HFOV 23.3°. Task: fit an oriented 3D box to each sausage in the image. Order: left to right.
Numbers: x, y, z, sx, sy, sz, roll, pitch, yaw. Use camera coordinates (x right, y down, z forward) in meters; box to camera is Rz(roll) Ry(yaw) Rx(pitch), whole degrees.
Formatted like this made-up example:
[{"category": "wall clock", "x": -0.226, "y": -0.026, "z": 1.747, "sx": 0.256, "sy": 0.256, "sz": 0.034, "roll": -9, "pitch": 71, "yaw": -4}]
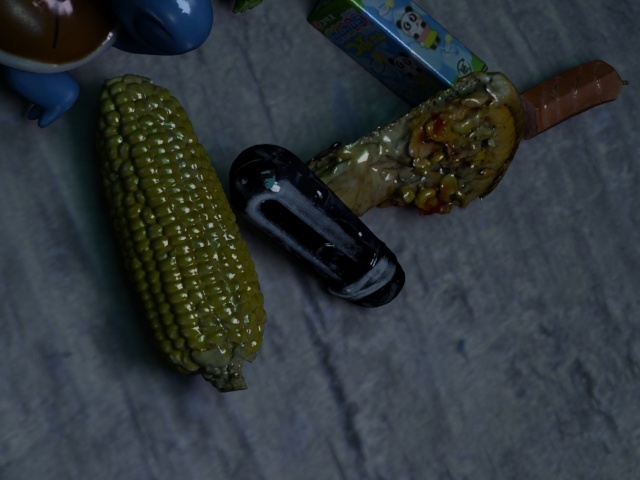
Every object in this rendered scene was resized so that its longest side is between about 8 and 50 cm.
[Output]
[{"category": "sausage", "x": 0.310, "y": -0.182, "z": 1.927, "sx": 0.169, "sy": 0.065, "sz": 0.065, "roll": -26, "pitch": 92, "yaw": -31}]

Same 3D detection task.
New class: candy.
[{"category": "candy", "x": 0.089, "y": -0.230, "z": 1.799, "sx": 0.194, "sy": 0.097, "sz": 0.062, "roll": 38, "pitch": 67, "yaw": -15}]

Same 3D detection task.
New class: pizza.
[{"category": "pizza", "x": 0.114, "y": -0.098, "z": 1.699, "sx": 0.288, "sy": 0.251, "sz": 0.074, "roll": -10, "pitch": 65, "yaw": -30}]

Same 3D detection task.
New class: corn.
[{"category": "corn", "x": -0.147, "y": -0.005, "z": 1.603, "sx": 0.130, "sy": 0.130, "sz": 0.346, "roll": -16, "pitch": 83, "yaw": -30}]

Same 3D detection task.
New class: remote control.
[{"category": "remote control", "x": 0.000, "y": 0.000, "z": 1.669, "sx": 0.266, "sy": 0.090, "sz": 0.066, "roll": 43, "pitch": 34, "yaw": -34}]

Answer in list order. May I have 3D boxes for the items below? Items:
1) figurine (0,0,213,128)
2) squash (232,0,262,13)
[{"category": "figurine", "x": -0.304, "y": -0.265, "z": 1.549, "sx": 0.416, "sy": 0.243, "sz": 0.298, "roll": 28, "pitch": 75, "yaw": 2}, {"category": "squash", "x": -0.156, "y": -0.439, "z": 1.709, "sx": 0.107, "sy": 0.107, "sz": 0.395, "roll": -25, "pitch": 92, "yaw": -31}]
